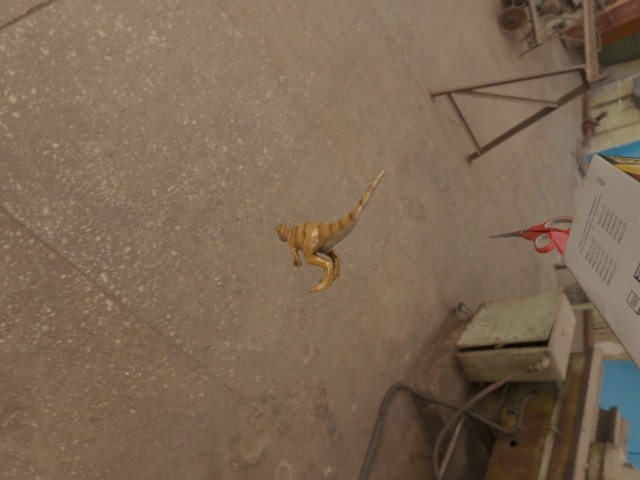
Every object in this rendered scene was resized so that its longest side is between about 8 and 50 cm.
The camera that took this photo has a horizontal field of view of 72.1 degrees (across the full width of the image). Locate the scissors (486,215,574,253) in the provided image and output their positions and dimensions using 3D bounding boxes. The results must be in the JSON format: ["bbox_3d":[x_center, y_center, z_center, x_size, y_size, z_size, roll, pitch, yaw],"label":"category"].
[{"bbox_3d":[0.523,-0.023,1.102,0.021,0.297,0.109,43,91,-8],"label":"scissors"}]

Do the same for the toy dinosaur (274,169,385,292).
[{"bbox_3d":[0.000,0.000,0.539,0.064,0.211,0.113,-22,96,-40],"label":"toy dinosaur"}]

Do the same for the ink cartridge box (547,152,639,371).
[{"bbox_3d":[0.408,0.011,0.387,0.272,0.308,0.130,-75,169,-62],"label":"ink cartridge box"}]
